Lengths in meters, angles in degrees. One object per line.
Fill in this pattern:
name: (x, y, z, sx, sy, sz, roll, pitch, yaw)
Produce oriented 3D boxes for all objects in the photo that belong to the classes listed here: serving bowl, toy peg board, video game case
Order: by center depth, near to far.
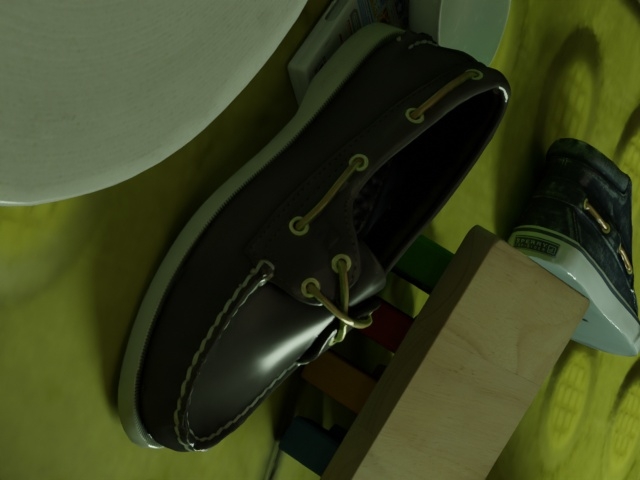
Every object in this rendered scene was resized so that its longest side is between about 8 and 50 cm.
video game case: (0.025, -0.090, 0.845, 0.122, 0.011, 0.087, -58, 148, -32)
serving bowl: (0.063, -0.116, 0.860, 0.083, 0.027, 0.083, -38, 136, -50)
toy peg board: (0.043, 0.066, 0.909, 0.160, 0.079, 0.161, -59, 152, 2)

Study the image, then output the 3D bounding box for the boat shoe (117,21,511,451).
boat shoe: (0.000, 0.000, 0.762, 0.228, 0.069, 0.081, -55, 147, -24)

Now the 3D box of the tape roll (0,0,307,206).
tape roll: (-0.081, -0.201, 0.516, 0.392, 0.072, 0.392, -39, 137, -50)

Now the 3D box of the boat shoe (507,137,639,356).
boat shoe: (0.172, 0.009, 1.119, 0.083, 0.065, 0.183, -67, 151, -14)
